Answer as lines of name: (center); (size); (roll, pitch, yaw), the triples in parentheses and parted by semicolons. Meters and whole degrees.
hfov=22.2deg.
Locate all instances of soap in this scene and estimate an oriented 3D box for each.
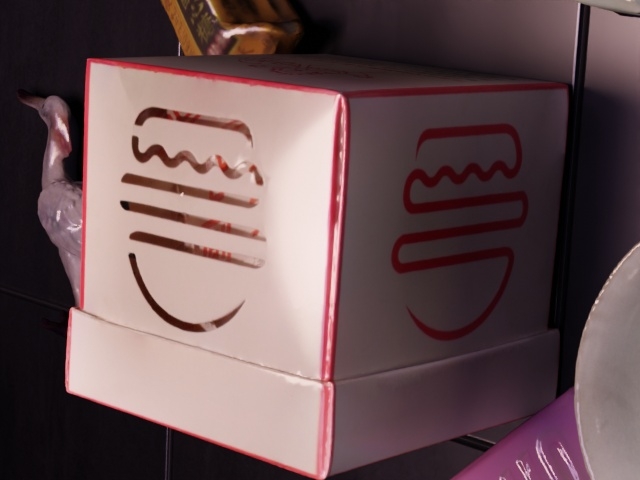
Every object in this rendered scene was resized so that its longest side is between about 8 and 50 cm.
soap: (0.200, 0.215, 1.398); (0.203, 0.065, 0.122); (-46, 65, 39)

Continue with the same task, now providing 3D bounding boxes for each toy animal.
toy animal: (-0.268, -0.028, 1.793); (0.195, 0.090, 0.324); (-13, 88, 50)

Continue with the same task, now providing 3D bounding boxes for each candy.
candy: (-0.106, -0.255, 1.601); (0.271, 0.101, 0.143); (60, 138, 27)

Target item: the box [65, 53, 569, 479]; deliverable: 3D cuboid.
box: (0.000, 0.000, 1.387); (0.314, 0.312, 0.300); (12, 103, 41)

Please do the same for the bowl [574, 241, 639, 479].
bowl: (0.352, 0.122, 1.181); (0.313, 0.146, 0.313); (7, 100, 44)

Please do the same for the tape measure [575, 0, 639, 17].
tape measure: (0.205, -0.308, 1.263); (0.259, 0.138, 0.262); (25, 113, 38)
